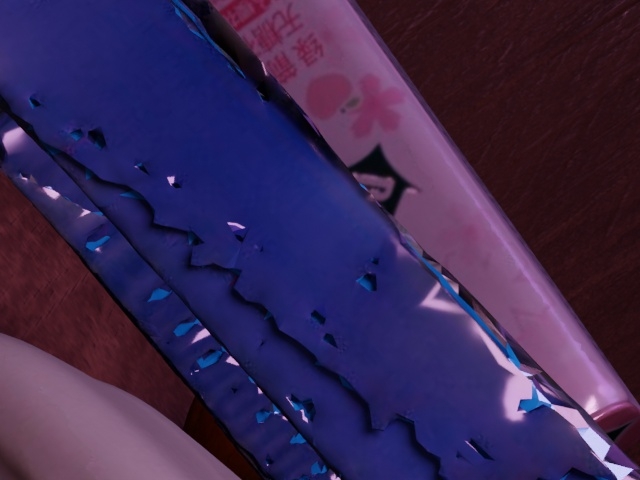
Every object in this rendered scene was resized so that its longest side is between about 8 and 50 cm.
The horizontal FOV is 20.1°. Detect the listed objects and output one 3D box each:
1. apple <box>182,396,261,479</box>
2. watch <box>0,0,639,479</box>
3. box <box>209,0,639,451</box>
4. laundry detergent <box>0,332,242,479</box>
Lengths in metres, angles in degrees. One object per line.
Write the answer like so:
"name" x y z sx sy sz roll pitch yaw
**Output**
"apple" 0.024 0.115 0.723 0.201 0.162 0.201 52 -6 7
"watch" -0.016 0.021 0.517 0.274 0.068 0.276 45 -11 9
"box" 0.000 0.000 0.998 0.369 0.190 0.112 56 6 22
"laundry detergent" 0.027 0.195 0.447 0.264 0.125 0.398 57 5 38
